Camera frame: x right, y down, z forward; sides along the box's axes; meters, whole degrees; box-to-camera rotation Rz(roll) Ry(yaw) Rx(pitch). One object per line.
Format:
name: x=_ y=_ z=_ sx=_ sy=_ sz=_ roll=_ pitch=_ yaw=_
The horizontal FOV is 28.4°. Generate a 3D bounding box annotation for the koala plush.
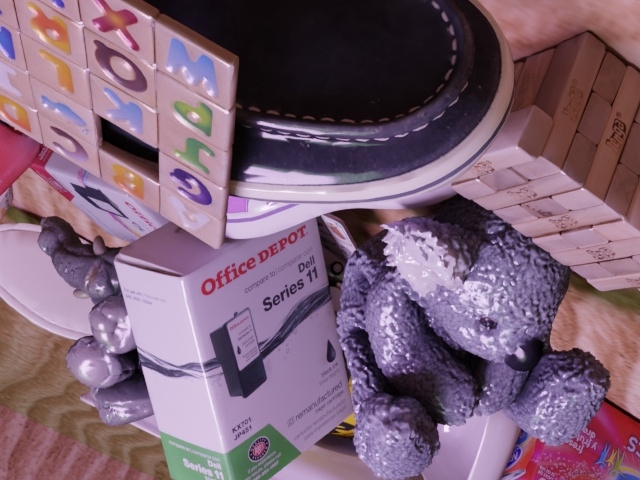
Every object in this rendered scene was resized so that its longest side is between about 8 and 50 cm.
koala plush: x=0.110 y=0.034 z=0.908 sx=0.196 sy=0.203 sz=0.221 roll=-11 pitch=154 yaw=-15

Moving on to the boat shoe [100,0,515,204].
boat shoe: x=-0.128 y=-0.171 z=0.684 sx=0.500 sy=0.186 sz=0.156 roll=28 pitch=165 yaw=7

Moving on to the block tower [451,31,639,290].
block tower: x=0.234 y=0.000 z=0.802 sx=0.335 sy=0.097 sz=0.091 roll=32 pitch=158 yaw=-21

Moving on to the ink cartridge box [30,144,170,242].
ink cartridge box: x=-0.159 y=-0.048 z=1.111 sx=0.175 sy=0.072 sz=0.127 roll=18 pitch=159 yaw=47

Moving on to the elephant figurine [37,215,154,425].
elephant figurine: x=-0.160 y=0.058 z=1.217 sx=0.186 sy=0.169 sz=0.239 roll=61 pitch=-177 yaw=-25

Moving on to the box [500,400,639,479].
box: x=0.291 y=0.256 z=1.289 sx=0.257 sy=0.122 sz=0.128 roll=32 pitch=158 yaw=-18

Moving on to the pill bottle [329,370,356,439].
pill bottle: x=0.021 y=0.137 z=1.275 sx=0.119 sy=0.119 sz=0.208 roll=10 pitch=169 yaw=35

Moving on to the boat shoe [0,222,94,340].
boat shoe: x=-0.266 y=0.080 z=1.511 sx=0.319 sy=0.116 sz=0.099 roll=24 pitch=159 yaw=-14

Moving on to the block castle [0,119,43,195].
block castle: x=-0.423 y=-0.163 z=0.909 sx=0.453 sy=0.212 sz=0.303 roll=31 pitch=176 yaw=38

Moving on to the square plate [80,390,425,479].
square plate: x=-0.030 y=0.208 z=1.389 sx=0.347 sy=0.049 sz=0.344 roll=19 pitch=-177 yaw=24

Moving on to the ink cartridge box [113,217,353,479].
ink cartridge box: x=-0.065 y=0.079 z=1.028 sx=0.087 sy=0.153 sz=0.208 roll=12 pitch=123 yaw=42

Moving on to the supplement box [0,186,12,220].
supplement box: x=-0.401 y=-0.063 z=1.431 sx=0.098 sy=0.036 sz=0.062 roll=27 pitch=159 yaw=-3

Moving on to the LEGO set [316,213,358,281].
LEGO set: x=0.000 y=0.000 z=1.156 sx=0.182 sy=0.060 sz=0.244 roll=26 pitch=161 yaw=33

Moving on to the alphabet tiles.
alphabet tiles: x=-0.146 y=-0.095 z=0.629 sx=0.237 sy=0.009 sz=0.198 roll=30 pitch=157 yaw=7

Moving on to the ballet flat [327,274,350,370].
ballet flat: x=0.000 y=0.059 z=1.107 sx=0.213 sy=0.072 sz=0.068 roll=22 pitch=155 yaw=34

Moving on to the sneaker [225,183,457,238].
sneaker: x=-0.032 y=-0.094 z=0.886 sx=0.282 sy=0.102 sz=0.161 roll=-11 pitch=135 yaw=42

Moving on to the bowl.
bowl: x=0.146 y=0.183 z=1.237 sx=0.053 sy=0.142 sz=0.142 roll=10 pitch=-158 yaw=-19
